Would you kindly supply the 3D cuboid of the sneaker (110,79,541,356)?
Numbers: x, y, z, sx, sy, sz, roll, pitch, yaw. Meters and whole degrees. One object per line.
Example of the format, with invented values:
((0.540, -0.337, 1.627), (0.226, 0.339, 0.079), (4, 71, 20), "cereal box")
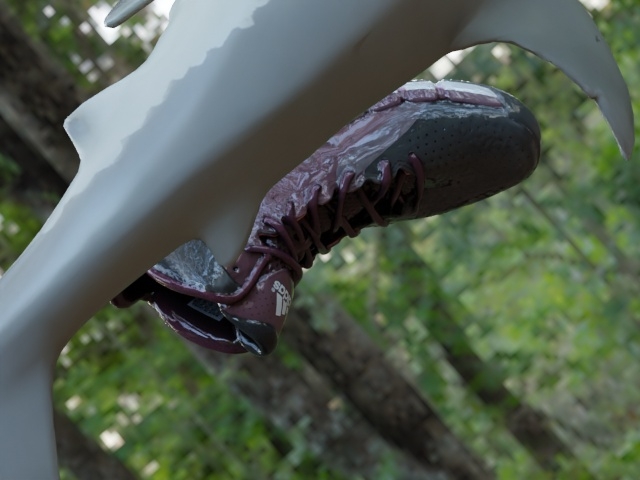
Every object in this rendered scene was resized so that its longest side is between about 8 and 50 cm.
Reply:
((0.000, 0.000, 1.135), (0.281, 0.162, 0.106), (-8, -44, 3), "sneaker")

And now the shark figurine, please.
((0.013, -0.036, 0.431), (0.166, 0.116, 0.278), (-33, 20, 52), "shark figurine")
